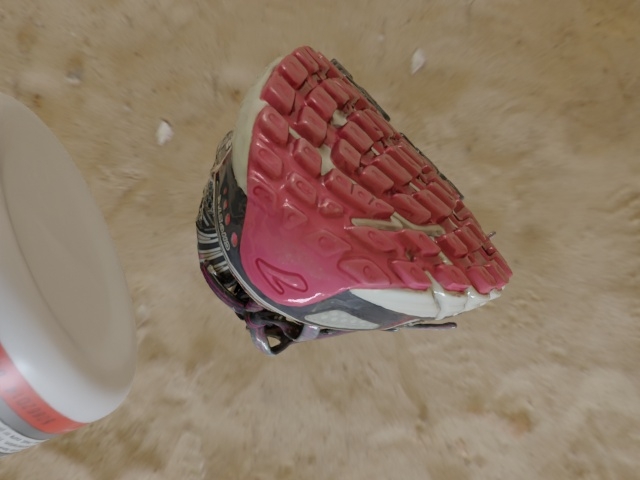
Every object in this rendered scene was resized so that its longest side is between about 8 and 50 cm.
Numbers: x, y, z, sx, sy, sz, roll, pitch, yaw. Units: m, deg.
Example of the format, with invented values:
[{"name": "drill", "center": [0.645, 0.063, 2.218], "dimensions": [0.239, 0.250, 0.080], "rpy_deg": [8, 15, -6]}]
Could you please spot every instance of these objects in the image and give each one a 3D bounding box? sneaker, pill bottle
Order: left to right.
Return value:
[{"name": "pill bottle", "center": [-0.314, 0.068, 0.902], "dimensions": [0.363, 0.210, 0.210], "rpy_deg": [-22, 92, 9]}, {"name": "sneaker", "center": [0.000, 0.000, 0.615], "dimensions": [0.112, 0.299, 0.121], "rpy_deg": [-43, 91, 5]}]
